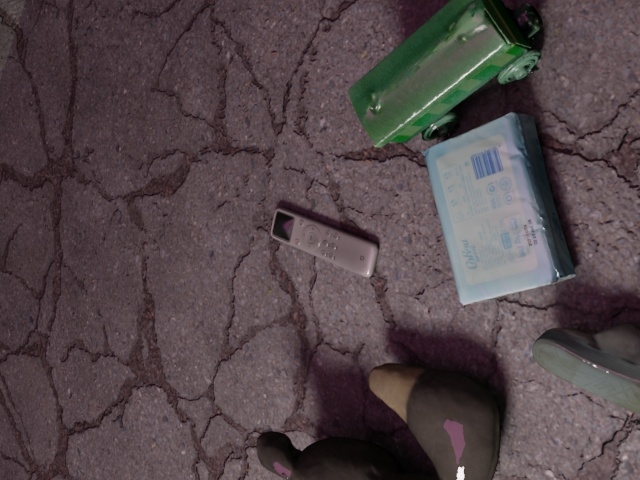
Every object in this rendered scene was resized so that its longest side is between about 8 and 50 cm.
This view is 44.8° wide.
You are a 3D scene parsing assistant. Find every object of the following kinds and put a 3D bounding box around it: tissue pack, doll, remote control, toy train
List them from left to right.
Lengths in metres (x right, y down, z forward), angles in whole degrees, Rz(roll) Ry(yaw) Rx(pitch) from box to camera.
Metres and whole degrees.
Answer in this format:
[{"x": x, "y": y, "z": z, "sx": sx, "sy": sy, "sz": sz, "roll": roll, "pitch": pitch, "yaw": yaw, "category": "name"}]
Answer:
[{"x": 0.000, "y": 0.000, "z": 1.481, "sx": 0.261, "sy": 0.029, "sz": 0.067, "roll": 22, "pitch": 105, "yaw": 37, "category": "remote control"}, {"x": 0.108, "y": 0.381, "z": 1.319, "sx": 0.382, "sy": 0.252, "sz": 0.378, "roll": 24, "pitch": 74, "yaw": 34, "category": "doll"}, {"x": 0.197, "y": -0.260, "z": 1.205, "sx": 0.301, "sy": 0.202, "sz": 0.120, "roll": -36, "pitch": 73, "yaw": 34, "category": "toy train"}, {"x": 0.277, "y": -0.045, "z": 1.216, "sx": 0.177, "sy": 0.089, "sz": 0.263, "roll": -20, "pitch": 80, "yaw": 39, "category": "tissue pack"}]

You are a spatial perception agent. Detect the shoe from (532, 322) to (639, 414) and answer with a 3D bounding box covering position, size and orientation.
[{"x": 0.431, "y": 0.173, "z": 1.096, "sx": 0.251, "sy": 0.103, "sz": 0.100, "roll": 19, "pitch": 60, "yaw": 25, "category": "shoe"}]
